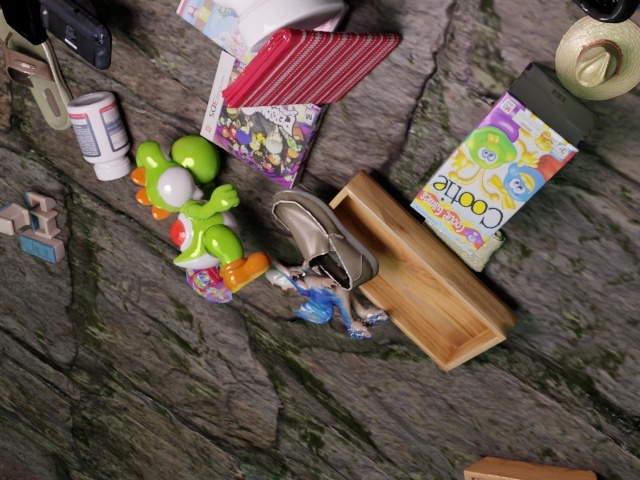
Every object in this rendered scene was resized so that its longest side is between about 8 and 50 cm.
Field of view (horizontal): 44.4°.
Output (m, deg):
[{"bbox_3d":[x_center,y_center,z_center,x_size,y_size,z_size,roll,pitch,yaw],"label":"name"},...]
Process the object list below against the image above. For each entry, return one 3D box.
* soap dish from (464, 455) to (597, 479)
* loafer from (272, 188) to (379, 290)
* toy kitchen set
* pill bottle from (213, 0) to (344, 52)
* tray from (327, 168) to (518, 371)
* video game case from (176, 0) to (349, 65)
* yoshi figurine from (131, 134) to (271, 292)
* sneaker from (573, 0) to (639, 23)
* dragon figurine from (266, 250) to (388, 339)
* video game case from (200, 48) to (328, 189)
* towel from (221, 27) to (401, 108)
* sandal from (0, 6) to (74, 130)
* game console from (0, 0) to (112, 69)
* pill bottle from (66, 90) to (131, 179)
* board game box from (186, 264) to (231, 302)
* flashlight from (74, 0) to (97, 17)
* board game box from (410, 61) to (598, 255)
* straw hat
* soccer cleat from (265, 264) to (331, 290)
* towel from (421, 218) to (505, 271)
[{"bbox_3d":[0.474,0.587,1.694,0.291,0.118,0.228,0,120,33],"label":"soap dish"},{"bbox_3d":[0.000,0.000,1.504,0.251,0.087,0.094,40,142,4],"label":"loafer"},{"bbox_3d":[-0.783,-0.018,2.050,0.122,0.166,0.207,19,128,21],"label":"toy kitchen set"},{"bbox_3d":[-0.117,-0.498,1.232,0.210,0.210,0.362,-21,97,40],"label":"pill bottle"},{"bbox_3d":[0.170,0.065,1.547,0.411,0.076,0.203,43,142,-1],"label":"tray"},{"bbox_3d":[-0.110,-0.417,1.419,0.285,0.025,0.204,38,123,7],"label":"video game case"},{"bbox_3d":[-0.226,-0.079,1.640,0.204,0.203,0.362,-36,92,30],"label":"yoshi figurine"},{"bbox_3d":[0.346,-0.421,1.068,0.102,0.146,0.293,-30,102,42],"label":"sneaker"},{"bbox_3d":[-0.003,0.114,1.614,0.289,0.085,0.144,13,130,28],"label":"dragon figurine"},{"bbox_3d":[-0.117,-0.241,1.557,0.232,0.042,0.210,33,132,9],"label":"video game case"},{"bbox_3d":[-0.014,-0.290,1.316,0.199,0.275,0.031,-36,73,44],"label":"towel"},{"bbox_3d":[-0.654,-0.384,1.772,0.120,0.086,0.302,-9,115,36],"label":"sandal"},{"bbox_3d":[-0.543,-0.455,1.571,0.361,0.044,0.213,38,147,18],"label":"game console"},{"bbox_3d":[-0.489,-0.232,1.757,0.108,0.108,0.180,6,123,29],"label":"pill bottle"},{"bbox_3d":[-0.279,0.087,1.892,0.133,0.033,0.168,19,128,21],"label":"board game box"},{"bbox_3d":[-0.527,-0.555,1.573,0.103,0.103,0.304,-9,126,-5],"label":"flashlight"},{"bbox_3d":[0.299,-0.130,1.300,0.144,0.142,0.275,40,133,3],"label":"board game box"},{"bbox_3d":[0.419,-0.266,1.186,0.145,0.061,0.144,17,128,23],"label":"straw hat"},{"bbox_3d":[-0.028,0.075,1.707,0.196,0.068,0.076,13,116,20],"label":"soccer cleat"},{"bbox_3d":[0.264,-0.010,1.482,0.148,0.027,0.110,35,133,8],"label":"towel"}]
